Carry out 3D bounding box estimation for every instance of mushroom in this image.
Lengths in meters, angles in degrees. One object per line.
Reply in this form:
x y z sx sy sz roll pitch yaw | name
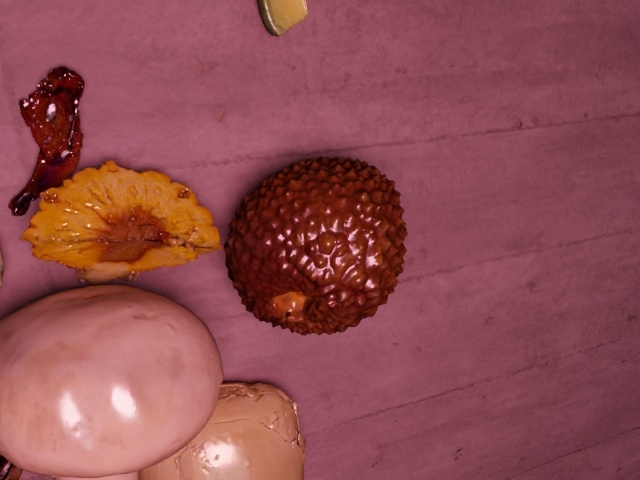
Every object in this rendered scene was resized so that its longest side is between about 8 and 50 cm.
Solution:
-0.277 0.228 0.737 0.314 0.314 0.336 -2 107 -23 | mushroom

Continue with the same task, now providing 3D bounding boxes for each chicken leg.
-0.359 -0.128 0.760 0.093 0.053 0.205 10 91 -1 | chicken leg

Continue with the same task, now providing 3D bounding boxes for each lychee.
0.000 0.000 0.835 0.268 0.267 0.267 -5 103 -22 | lychee

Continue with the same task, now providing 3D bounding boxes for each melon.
-0.026 -0.402 0.834 0.209 0.064 0.118 -44 113 -11 | melon

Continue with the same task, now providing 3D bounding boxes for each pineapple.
-0.279 -0.019 0.802 0.250 0.164 0.139 -2 63 -27 | pineapple

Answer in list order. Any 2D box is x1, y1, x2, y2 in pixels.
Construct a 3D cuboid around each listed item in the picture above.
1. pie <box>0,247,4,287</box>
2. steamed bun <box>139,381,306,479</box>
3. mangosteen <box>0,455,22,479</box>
-0.518 0.043 0.700 0.241 0.054 0.240 1 87 -16 | pie
-0.151 0.348 0.886 0.273 0.166 0.232 -3 104 -22 | steamed bun
-0.483 0.304 0.744 0.173 0.172 0.184 2 120 -23 | mangosteen
